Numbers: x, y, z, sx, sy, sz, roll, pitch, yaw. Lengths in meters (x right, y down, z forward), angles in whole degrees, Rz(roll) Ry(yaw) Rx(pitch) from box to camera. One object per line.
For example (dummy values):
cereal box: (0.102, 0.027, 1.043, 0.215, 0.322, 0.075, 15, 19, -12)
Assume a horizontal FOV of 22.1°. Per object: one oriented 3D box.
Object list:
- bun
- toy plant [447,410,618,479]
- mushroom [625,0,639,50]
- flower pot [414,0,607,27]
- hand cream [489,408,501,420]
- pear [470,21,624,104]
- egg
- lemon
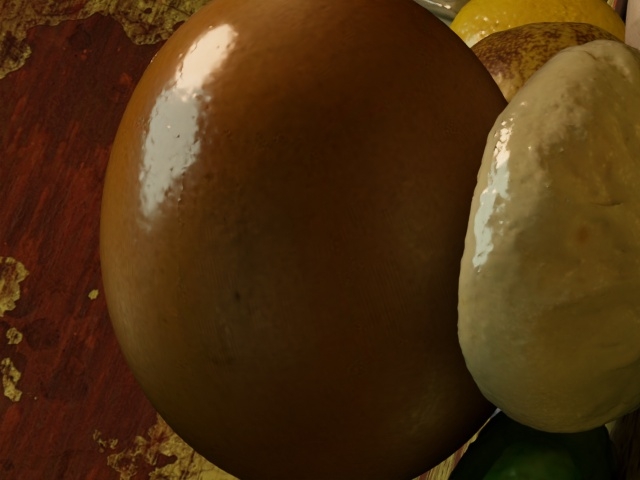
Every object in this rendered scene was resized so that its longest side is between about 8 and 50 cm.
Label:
bun: (0.166, 0.002, 0.915, 0.222, 0.127, 0.222, -38, -45, -51)
toy plant: (0.096, 0.245, 1.075, 0.316, 0.184, 0.224, -59, -17, 14)
mushroom: (0.251, -0.185, 1.026, 0.212, 0.088, 0.097, -66, 6, -14)
flower pot: (0.221, -0.277, 1.785, 0.367, 0.164, 0.254, -51, -39, -19)
hand cream: (0.162, 0.204, 1.435, 0.088, 0.055, 0.256, 122, 165, -65)
pear: (0.164, -0.056, 1.206, 0.197, 0.197, 0.197, 17, -90, -88)
egg: (0.000, 0.000, 1.045, 0.282, 0.282, 0.351, -71, -24, -52)
lemon: (0.205, -0.162, 1.577, 0.178, 0.203, 0.178, 1, -90, -89)
